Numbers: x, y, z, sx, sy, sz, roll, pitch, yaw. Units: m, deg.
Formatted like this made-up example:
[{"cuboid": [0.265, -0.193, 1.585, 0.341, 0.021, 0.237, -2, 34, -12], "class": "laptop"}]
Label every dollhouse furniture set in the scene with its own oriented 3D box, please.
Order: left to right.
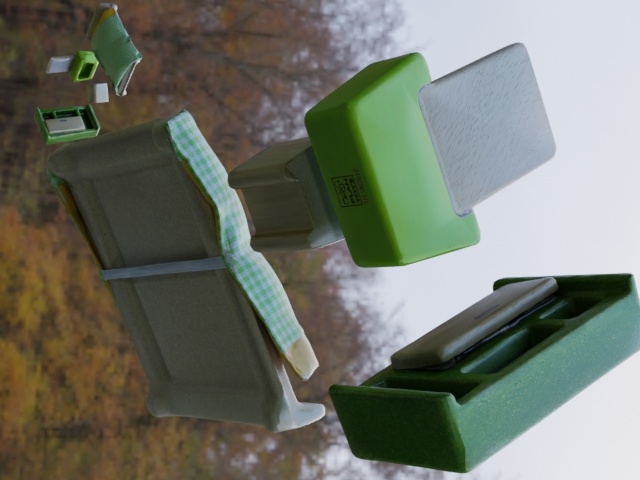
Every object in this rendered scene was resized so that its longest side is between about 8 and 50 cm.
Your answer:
[{"cuboid": [-0.234, -0.159, 1.103, 0.076, 0.059, 0.151, 64, -36, 21], "class": "dollhouse furniture set"}, {"cuboid": [0.000, 0.000, 0.655, 0.302, 0.151, 0.197, -5, -71, 51], "class": "dollhouse furniture set"}]
